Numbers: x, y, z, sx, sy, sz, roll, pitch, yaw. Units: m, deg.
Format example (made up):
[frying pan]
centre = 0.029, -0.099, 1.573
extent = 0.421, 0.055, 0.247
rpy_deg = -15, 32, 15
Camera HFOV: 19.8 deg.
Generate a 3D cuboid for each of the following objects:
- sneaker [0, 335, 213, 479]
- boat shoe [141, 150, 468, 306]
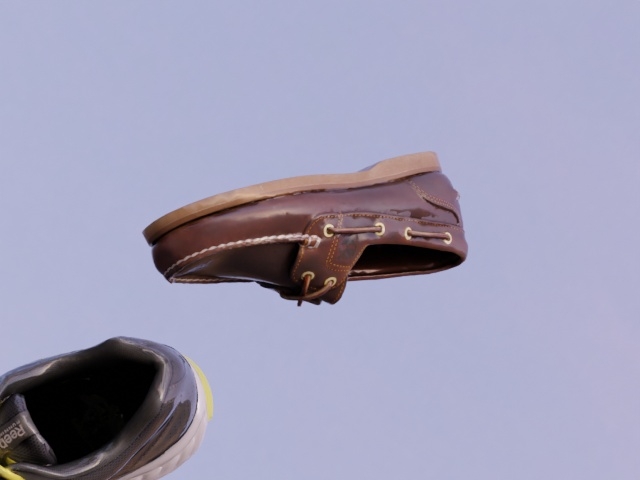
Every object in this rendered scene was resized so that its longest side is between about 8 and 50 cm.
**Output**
[sneaker]
centre = -0.058, 0.037, 0.308
extent = 0.031, 0.083, 0.035
rpy_deg = 57, -12, 16
[boat shoe]
centre = 0.000, 0.000, 1.026
extent = 0.073, 0.207, 0.073
rpy_deg = -30, -105, 55
